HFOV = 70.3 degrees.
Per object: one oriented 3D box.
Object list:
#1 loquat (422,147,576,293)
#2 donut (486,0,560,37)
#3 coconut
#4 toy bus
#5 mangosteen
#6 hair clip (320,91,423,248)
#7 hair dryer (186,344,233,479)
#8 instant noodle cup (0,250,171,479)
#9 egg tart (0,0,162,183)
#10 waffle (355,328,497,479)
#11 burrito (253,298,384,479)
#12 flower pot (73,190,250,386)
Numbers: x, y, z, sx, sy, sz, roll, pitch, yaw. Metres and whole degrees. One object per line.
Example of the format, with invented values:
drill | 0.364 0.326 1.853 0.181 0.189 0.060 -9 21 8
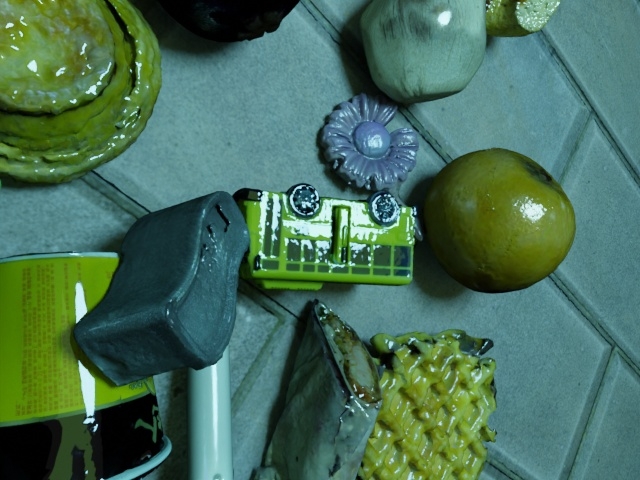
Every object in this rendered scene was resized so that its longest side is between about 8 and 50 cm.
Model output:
loquat | 0.312 -0.039 0.808 0.262 0.263 0.264 1 89 -30
donut | 0.309 -0.475 0.885 0.294 0.151 0.113 13 96 -17
coconut | 0.168 -0.348 0.761 0.224 0.224 0.225 1 89 -30
toy bus | 0.000 0.000 0.675 0.261 0.128 0.150 4 86 -20
mangosteen | -0.127 -0.376 0.583 0.242 0.242 0.243 1 89 -30
hair clip | 0.114 -0.108 0.797 0.172 0.069 0.301 -32 105 -24
hair dryer | -0.146 0.265 0.596 0.128 0.203 0.363 5 68 -30
instant noodle cup | -0.283 0.138 0.502 0.215 0.215 0.237 -3 81 -30
egg tart | -0.322 -0.209 0.516 0.293 0.123 0.295 1 88 -32
waffle | 0.184 0.345 0.820 0.381 0.095 0.381 11 84 -32
burrito | 0.005 0.270 0.670 0.107 0.175 0.348 30 74 -44
flower pot | -0.155 0.041 0.502 0.229 0.108 0.103 -85 154 -48
